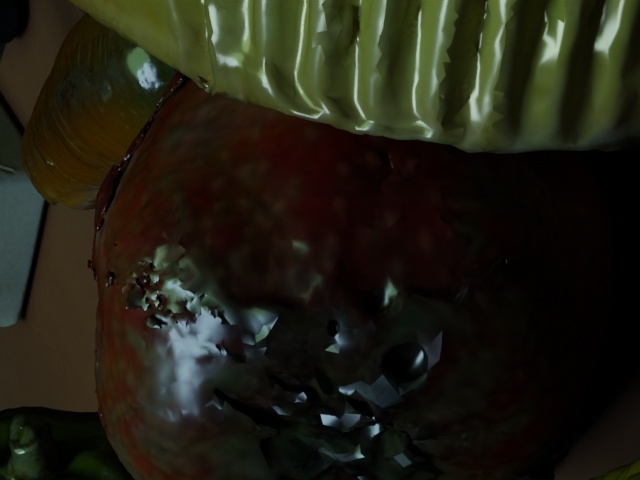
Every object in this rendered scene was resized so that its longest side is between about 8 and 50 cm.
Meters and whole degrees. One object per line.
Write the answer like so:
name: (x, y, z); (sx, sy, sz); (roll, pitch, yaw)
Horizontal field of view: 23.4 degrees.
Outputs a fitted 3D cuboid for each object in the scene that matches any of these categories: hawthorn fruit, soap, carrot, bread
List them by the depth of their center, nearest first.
bread: (0.013, -0.148, 0.465); (0.288, 0.204, 0.156); (43, 133, 52)
hawthorn fruit: (0.000, 0.000, 0.538); (0.235, 0.181, 0.181); (-109, 28, -61)
carrot: (-0.096, -0.072, 0.757); (0.193, 0.087, 0.087); (-19, 79, 59)
soap: (-0.245, -0.040, 1.011); (0.183, 0.064, 0.121); (51, 133, 41)

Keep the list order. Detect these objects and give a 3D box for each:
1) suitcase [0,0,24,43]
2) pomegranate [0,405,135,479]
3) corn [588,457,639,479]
suitcase: (-0.275, -0.245, 1.028); (0.285, 0.066, 0.206); (25, 115, 54)
pomegranate: (-0.130, 0.205, 0.710); (0.276, 0.204, 0.222); (-56, 18, 25)
corn: (0.150, 0.078, 0.364); (0.363, 0.120, 0.120); (-38, 62, 56)
